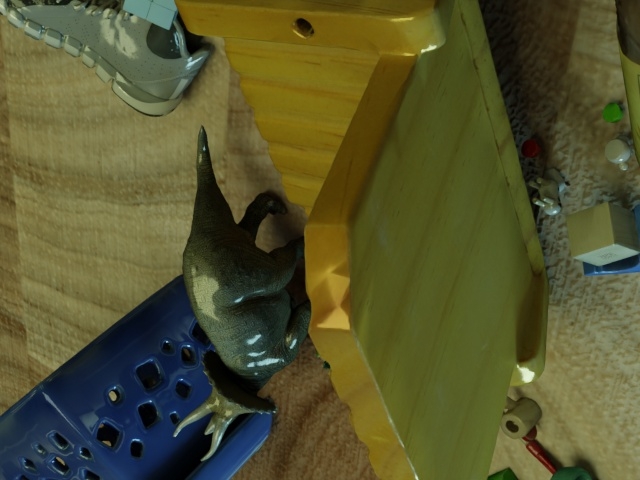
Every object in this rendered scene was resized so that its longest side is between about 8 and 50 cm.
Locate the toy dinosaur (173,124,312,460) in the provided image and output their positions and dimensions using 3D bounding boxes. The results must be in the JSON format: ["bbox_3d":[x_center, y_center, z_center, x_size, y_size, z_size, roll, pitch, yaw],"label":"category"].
[{"bbox_3d":[-0.070,0.050,1.073,0.121,0.160,0.314,11,122,36],"label":"toy dinosaur"}]

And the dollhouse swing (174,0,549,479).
[{"bbox_3d":[0.000,0.000,0.819,0.315,0.305,0.347,12,141,35],"label":"dollhouse swing"}]

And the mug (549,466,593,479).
[{"bbox_3d":[0.236,0.297,1.002,0.158,0.097,0.129,43,134,12],"label":"mug"}]

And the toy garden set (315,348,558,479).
[{"bbox_3d":[0.116,0.165,1.062,0.244,0.049,0.204,53,136,2],"label":"toy garden set"}]

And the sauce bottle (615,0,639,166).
[{"bbox_3d":[0.220,-0.118,0.631,0.111,0.111,0.344,25,169,28],"label":"sauce bottle"}]

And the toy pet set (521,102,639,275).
[{"bbox_3d":[0.227,-0.037,0.860,0.122,0.065,0.114,-21,65,42],"label":"toy pet set"}]

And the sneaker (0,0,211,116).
[{"bbox_3d":[-0.200,-0.229,1.060,0.228,0.086,0.132,35,127,-18],"label":"sneaker"}]

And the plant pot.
[{"bbox_3d":[-0.210,0.212,1.242,0.212,0.236,0.236,50,135,-3],"label":"plant pot"}]

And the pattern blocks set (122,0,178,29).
[{"bbox_3d":[-0.042,-0.268,0.868,0.285,0.026,0.325,17,138,1],"label":"pattern blocks set"}]
